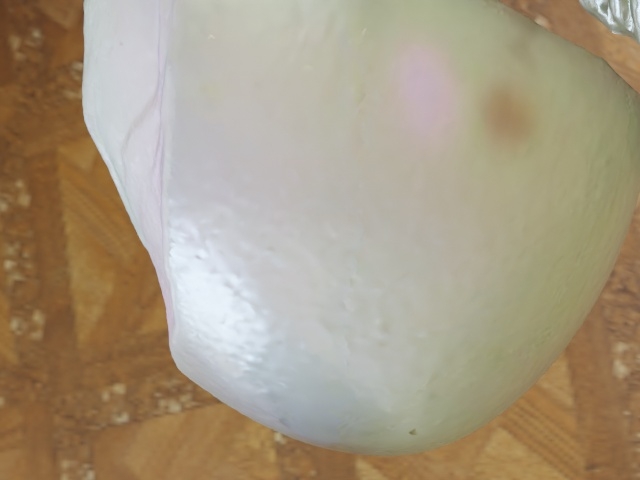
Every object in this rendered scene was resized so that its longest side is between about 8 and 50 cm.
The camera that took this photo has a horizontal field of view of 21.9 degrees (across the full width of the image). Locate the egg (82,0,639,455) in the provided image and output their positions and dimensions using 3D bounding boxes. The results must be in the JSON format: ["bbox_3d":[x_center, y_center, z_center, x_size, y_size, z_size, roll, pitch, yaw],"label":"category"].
[{"bbox_3d":[0.016,0.002,0.662,0.206,0.271,0.162,10,80,15],"label":"egg"}]

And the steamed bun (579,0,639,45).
[{"bbox_3d":[0.244,-0.284,0.952,0.310,0.219,0.324,50,140,-4],"label":"steamed bun"}]
